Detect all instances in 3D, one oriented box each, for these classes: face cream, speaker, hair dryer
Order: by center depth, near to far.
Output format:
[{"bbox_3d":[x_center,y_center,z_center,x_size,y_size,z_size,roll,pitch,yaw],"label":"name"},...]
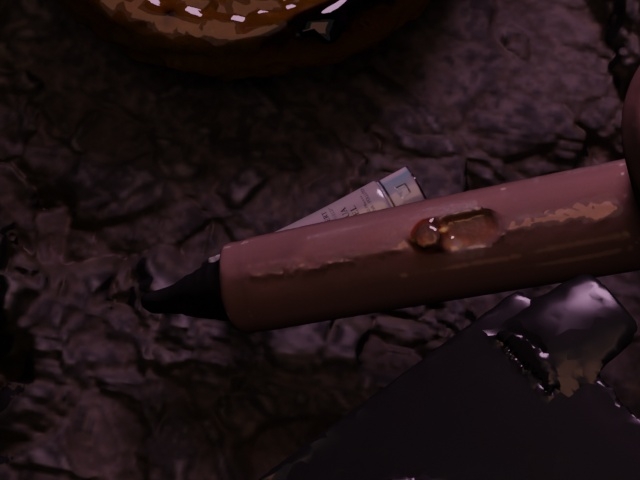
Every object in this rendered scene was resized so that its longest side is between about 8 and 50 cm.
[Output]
[{"bbox_3d":[0.078,0.188,0.608,0.254,0.184,0.232,-36,61,-6],"label":"speaker"},{"bbox_3d":[0.074,-0.001,0.700,0.344,0.189,0.106,-12,72,13],"label":"hair dryer"},{"bbox_3d":[0.000,0.000,0.781,0.115,0.020,0.038,-28,74,0],"label":"face cream"}]

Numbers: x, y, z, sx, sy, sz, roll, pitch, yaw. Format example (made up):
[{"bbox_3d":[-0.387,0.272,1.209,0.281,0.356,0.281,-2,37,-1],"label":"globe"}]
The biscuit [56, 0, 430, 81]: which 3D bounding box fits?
[{"bbox_3d":[-0.039,-0.221,0.829,0.296,0.075,0.295,0,74,1],"label":"biscuit"}]
